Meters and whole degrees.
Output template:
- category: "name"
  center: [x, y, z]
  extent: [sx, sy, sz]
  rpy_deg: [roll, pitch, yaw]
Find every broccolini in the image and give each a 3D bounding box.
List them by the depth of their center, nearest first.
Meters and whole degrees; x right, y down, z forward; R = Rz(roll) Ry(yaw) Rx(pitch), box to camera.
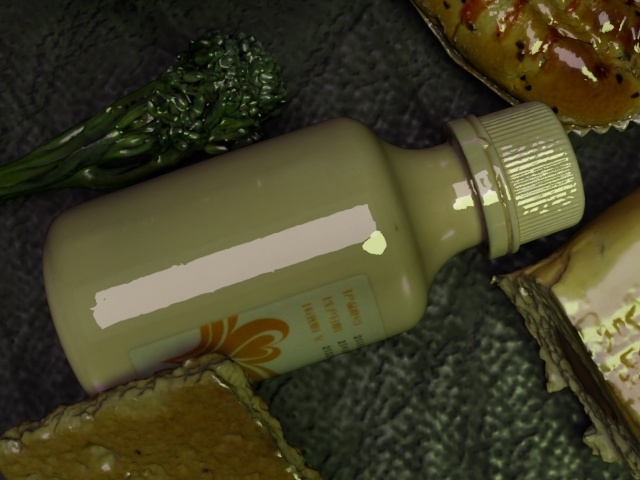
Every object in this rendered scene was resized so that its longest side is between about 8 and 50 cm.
- category: "broccolini"
  center: [-0.109, -0.048, 0.486]
  extent: [0.203, 0.091, 0.068]
  rpy_deg: [-25, 117, 18]

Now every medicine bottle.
- category: "medicine bottle"
  center: [0.000, 0.000, 0.444]
  extent: [0.252, 0.114, 0.114]
  rpy_deg: [-19, 86, 1]

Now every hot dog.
- category: "hot dog"
  center: [0.102, -0.159, 0.473]
  extent: [0.131, 0.069, 0.252]
  rpy_deg: [-45, 85, 0]

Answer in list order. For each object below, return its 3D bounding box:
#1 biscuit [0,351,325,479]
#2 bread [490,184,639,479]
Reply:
- category: "biscuit"
  center: [-0.040, 0.159, 0.437]
  extent: [0.131, 0.026, 0.237]
  rpy_deg: [-22, 116, 21]
- category: "bread"
  center: [0.192, 0.030, 0.449]
  extent: [0.173, 0.085, 0.134]
  rpy_deg: [-30, 82, 1]
